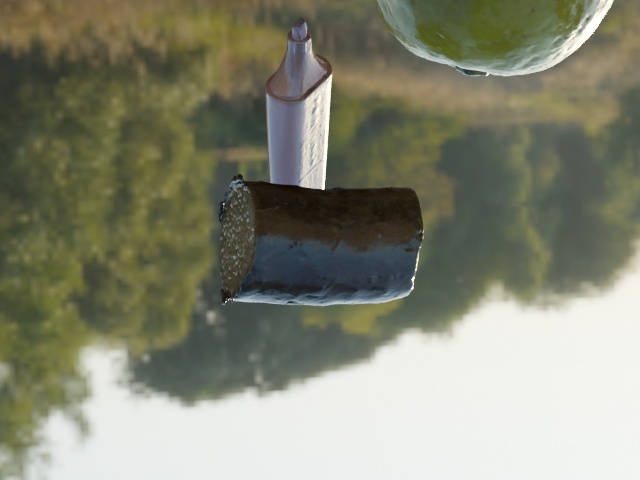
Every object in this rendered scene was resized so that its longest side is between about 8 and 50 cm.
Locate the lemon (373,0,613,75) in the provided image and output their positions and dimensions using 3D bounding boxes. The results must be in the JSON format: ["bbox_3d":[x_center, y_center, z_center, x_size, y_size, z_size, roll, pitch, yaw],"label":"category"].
[{"bbox_3d":[0.110,-0.195,1.093,0.170,0.207,0.170,10,-154,-5],"label":"lemon"}]

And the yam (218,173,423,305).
[{"bbox_3d":[0.001,0.002,1.163,0.127,0.084,0.084,2,180,-19],"label":"yam"}]

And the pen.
[{"bbox_3d":[-0.015,-0.080,1.263,0.032,0.197,0.053,30,-124,23],"label":"pen"}]
